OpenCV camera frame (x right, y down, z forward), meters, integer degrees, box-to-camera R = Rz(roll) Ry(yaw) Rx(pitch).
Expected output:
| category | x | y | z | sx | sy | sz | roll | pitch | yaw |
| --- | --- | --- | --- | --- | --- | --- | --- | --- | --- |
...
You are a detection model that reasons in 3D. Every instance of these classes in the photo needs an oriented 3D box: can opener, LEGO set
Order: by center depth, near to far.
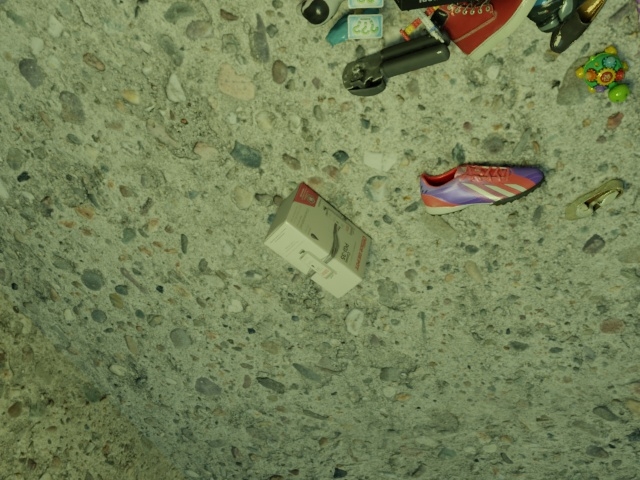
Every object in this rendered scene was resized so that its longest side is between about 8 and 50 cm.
| category | x | y | z | sx | sy | sz | roll | pitch | yaw |
| --- | --- | --- | --- | --- | --- | --- | --- | --- | --- |
| LEGO set | 0.179 | -0.517 | 1.167 | 0.244 | 0.060 | 0.182 | 0 | 119 | 3 |
| can opener | 0.181 | -0.416 | 1.327 | 0.283 | 0.076 | 0.095 | -7 | 158 | 33 |

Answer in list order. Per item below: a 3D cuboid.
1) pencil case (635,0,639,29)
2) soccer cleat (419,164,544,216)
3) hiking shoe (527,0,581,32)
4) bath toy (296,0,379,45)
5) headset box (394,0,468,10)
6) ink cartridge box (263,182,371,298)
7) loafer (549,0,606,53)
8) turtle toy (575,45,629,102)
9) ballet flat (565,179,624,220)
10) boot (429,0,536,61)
| category | x | y | z | sx | sy | sz | roll | pitch | yaw |
| --- | --- | --- | --- | --- | --- | --- | --- | --- | --- |
| pencil case | 0.733 | -0.450 | 1.178 | 0.086 | 0.088 | 0.206 | -23 | 117 | 24 |
| soccer cleat | 0.420 | -0.154 | 1.463 | 0.318 | 0.108 | 0.116 | -12 | 118 | 24 |
| hiking shoe | 0.521 | -0.575 | 1.118 | 0.132 | 0.113 | 0.304 | 30 | 127 | -10 |
| bath toy | -0.028 | -0.593 | 1.207 | 0.348 | 0.129 | 0.151 | 38 | 81 | -26 |
| headset box | 0.247 | -0.593 | 0.994 | 0.246 | 0.131 | 0.283 | -10 | 135 | -4 |
| ink cartridge box | 0.000 | 0.000 | 1.606 | 0.283 | 0.207 | 0.117 | 38 | 127 | -16 |
| loafer | 0.563 | -0.484 | 1.208 | 0.062 | 0.061 | 0.170 | 21 | 128 | -4 |
| turtle toy | 0.657 | -0.372 | 1.266 | 0.130 | 0.066 | 0.095 | 41 | 124 | -17 |
| ballet flat | 0.720 | -0.100 | 1.460 | 0.057 | 0.052 | 0.168 | 36 | 126 | -14 |
| boot | 0.336 | -0.504 | 1.183 | 0.176 | 0.088 | 0.244 | 34 | 158 | -10 |
